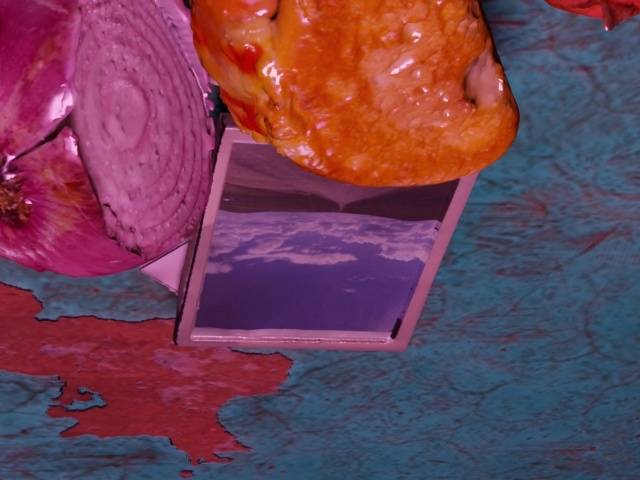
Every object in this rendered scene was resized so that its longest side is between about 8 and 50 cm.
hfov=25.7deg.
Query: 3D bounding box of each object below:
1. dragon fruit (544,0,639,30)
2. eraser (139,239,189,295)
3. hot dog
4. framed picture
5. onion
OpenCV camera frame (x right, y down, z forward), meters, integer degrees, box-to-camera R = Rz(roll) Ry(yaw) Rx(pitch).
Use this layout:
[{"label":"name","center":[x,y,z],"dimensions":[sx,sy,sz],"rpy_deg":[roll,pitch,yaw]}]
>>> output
[{"label":"dragon fruit","center":[0.135,-0.213,0.596],"dimensions":[0.241,0.252,0.241],"rpy_deg":[12,127,17]},{"label":"eraser","center":[-0.047,0.006,1.048],"dimensions":[0.150,0.023,0.104],"rpy_deg":[-28,137,29]},{"label":"hot dog","center":[0.008,-0.126,0.780],"dimensions":[0.153,0.150,0.257],"rpy_deg":[-21,144,10]},{"label":"framed picture","center":[0.000,0.000,1.010],"dimensions":[0.189,0.023,0.260],"rpy_deg":[2,142,-13]},{"label":"onion","center":[-0.166,-0.081,0.804],"dimensions":[0.200,0.201,0.207],"rpy_deg":[-14,156,13]}]
